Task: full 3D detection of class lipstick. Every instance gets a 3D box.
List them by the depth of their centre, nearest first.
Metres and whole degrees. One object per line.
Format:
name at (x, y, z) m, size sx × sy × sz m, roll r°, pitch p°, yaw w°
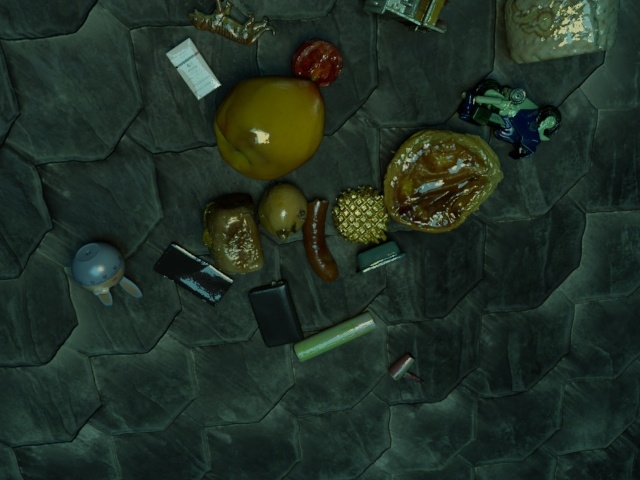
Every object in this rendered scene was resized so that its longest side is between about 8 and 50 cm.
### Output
lipstick at (0.048, 0.341, 1.856) m, size 0.305 × 0.076 × 0.076 m, roll -25°, pitch 111°, yaw 3°

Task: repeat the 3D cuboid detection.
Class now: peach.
peach at (-0.134, -0.323, 1.486) m, size 0.308 × 0.289 × 0.288 m, roll -41°, pitch 113°, yaw -24°

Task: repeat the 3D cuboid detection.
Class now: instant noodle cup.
instant noodle cup at (0.191, 0.052, 1.728) m, size 0.179 × 0.157 × 0.070 m, roll -22°, pitch 88°, yaw 3°

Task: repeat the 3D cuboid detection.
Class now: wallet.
wallet at (-0.421, 0.114, 1.749) m, size 0.244 × 0.025 × 0.124 m, roll 35°, pitch 104°, yaw -15°
wallet at (-0.155, 0.256, 1.821) m, size 0.149 × 0.044 × 0.249 m, roll -14°, pitch 112°, yaw 5°

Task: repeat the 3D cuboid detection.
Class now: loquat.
loquat at (-0.115, -0.086, 1.622) m, size 0.150 × 0.204 × 0.172 m, roll 12°, pitch 141°, yaw -28°

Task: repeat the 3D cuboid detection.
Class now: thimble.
thimble at (0.667, -0.601, 1.440) m, size 0.292 × 0.291 × 0.195 m, roll -12°, pitch 110°, yaw -1°

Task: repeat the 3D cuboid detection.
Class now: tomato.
tomato at (-0.019, -0.519, 1.514) m, size 0.159 × 0.091 × 0.139 m, roll 8°, pitch 124°, yaw -37°

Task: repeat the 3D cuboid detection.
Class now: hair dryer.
hair dryer at (0.337, 0.496, 1.963) m, size 0.106 × 0.054 × 0.154 m, roll -44°, pitch 118°, yaw 7°

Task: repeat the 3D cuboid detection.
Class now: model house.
model house at (0.254, -0.691, 1.413) m, size 0.216 × 0.198 × 0.224 m, roll 17°, pitch 109°, yaw -17°

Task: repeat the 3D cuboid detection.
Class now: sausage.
sausage at (-0.005, 0.002, 1.718) m, size 0.103 × 0.076 × 0.301 m, roll -7°, pitch 111°, yaw 1°

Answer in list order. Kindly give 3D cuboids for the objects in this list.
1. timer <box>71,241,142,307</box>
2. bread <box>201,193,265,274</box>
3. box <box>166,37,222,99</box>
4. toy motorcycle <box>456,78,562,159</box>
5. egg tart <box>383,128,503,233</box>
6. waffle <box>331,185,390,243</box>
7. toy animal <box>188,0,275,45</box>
timer at (-0.684, 0.127, 1.659) m, size 0.176 × 0.175 × 0.255 m, roll -14°, pitch 113°, yaw 0°
bread at (-0.275, -0.006, 1.628) m, size 0.176 × 0.195 × 0.246 m, roll -10°, pitch 111°, yaw -6°
box at (-0.364, -0.495, 1.515) m, size 0.084 × 0.040 × 0.154 m, roll -31°, pitch 110°, yaw 9°
toy motorcycle at (0.581, -0.366, 1.615) m, size 0.332 × 0.125 × 0.196 m, roll 17°, pitch 107°, yaw -16°
egg tart at (0.355, -0.197, 1.636) m, size 0.340 × 0.153 × 0.351 m, roll 28°, pitch 106°, yaw -14°
waffle at (0.134, -0.083, 1.706) m, size 0.193 × 0.070 × 0.197 m, roll -8°, pitch 109°, yaw -2°
toy animal at (-0.247, -0.612, 1.478) m, size 0.242 × 0.056 × 0.099 m, roll 18°, pitch 115°, yaw -14°
